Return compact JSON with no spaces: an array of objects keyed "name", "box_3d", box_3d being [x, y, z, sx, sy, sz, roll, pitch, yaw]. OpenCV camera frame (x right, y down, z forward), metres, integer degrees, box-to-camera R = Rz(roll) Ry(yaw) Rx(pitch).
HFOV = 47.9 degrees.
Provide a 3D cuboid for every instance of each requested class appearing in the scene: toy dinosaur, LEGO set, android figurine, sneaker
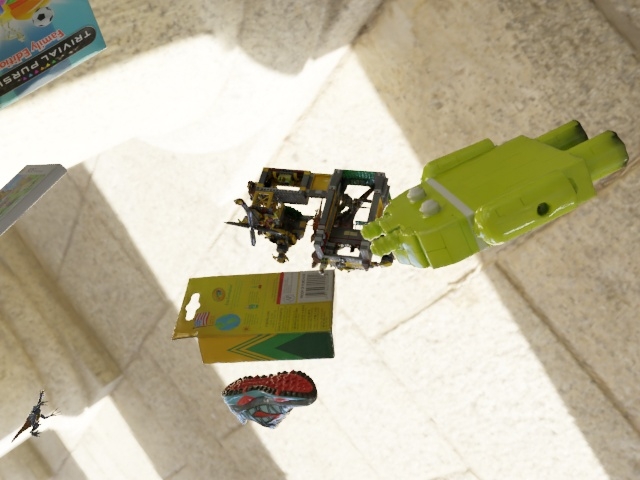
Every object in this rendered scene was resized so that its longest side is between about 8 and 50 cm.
[{"name":"toy dinosaur","box_3d":[-0.500,0.299,1.255,0.082,0.090,0.047,47,141,50]},{"name":"LEGO set","box_3d":[0.000,0.000,1.331,0.331,0.192,0.255,10,152,10]},{"name":"android figurine","box_3d":[0.174,-0.051,0.770,0.248,0.272,0.056,-104,-10,-72]},{"name":"sneaker","box_3d":[-0.105,0.382,1.702,0.261,0.104,0.125,-9,110,35]}]

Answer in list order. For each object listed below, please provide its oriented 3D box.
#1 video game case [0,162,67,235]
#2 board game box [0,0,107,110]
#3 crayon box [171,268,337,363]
[{"name":"video game case","box_3d":[-0.553,-0.056,1.251,0.193,0.212,0.023,6,141,52]},{"name":"board game box","box_3d":[-0.501,-0.371,1.119,0.079,0.253,0.336,47,163,20]},{"name":"crayon box","box_3d":[-0.127,0.154,1.480,0.318,0.202,0.081,-3,125,5]}]
